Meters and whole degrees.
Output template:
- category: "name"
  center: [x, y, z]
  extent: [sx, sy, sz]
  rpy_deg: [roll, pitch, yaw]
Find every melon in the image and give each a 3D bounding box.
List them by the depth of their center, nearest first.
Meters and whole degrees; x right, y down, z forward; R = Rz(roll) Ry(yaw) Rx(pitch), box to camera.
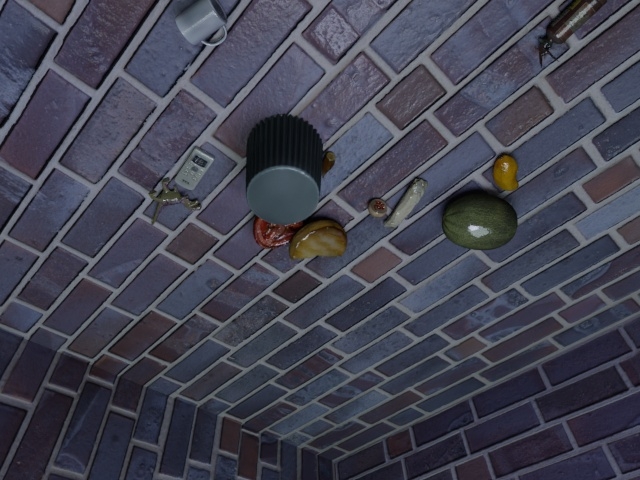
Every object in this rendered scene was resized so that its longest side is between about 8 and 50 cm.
- category: "melon"
  center: [0.658, -0.077, 1.907]
  extent: [0.302, 0.237, 0.237]
  rpy_deg: [3, 131, -4]

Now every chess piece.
- category: "chess piece"
  center: [0.241, -0.136, 1.935]
  extent: [0.084, 0.083, 0.038]
  rpy_deg: [10, 147, -11]

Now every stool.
- category: "stool"
  center: [-0.129, -0.250, 1.656]
  extent: [0.297, 0.330, 0.297]
  rpy_deg: [-2, 131, -2]

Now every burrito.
- category: "burrito"
  center: [0.357, -0.147, 1.949]
  extent: [0.082, 0.059, 0.275]
  rpy_deg: [11, 131, -31]

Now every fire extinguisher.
- category: "fire extinguisher"
  center: [0.796, -0.682, 1.478]
  extent: [0.075, 0.106, 0.252]
  rpy_deg: [16, 130, -41]

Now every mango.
- category: "mango"
  center: [0.751, -0.271, 1.855]
  extent: [0.098, 0.075, 0.190]
  rpy_deg: [-17, 136, 18]

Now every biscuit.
- category: "biscuit"
  center: [-0.001, -0.001, 2.007]
  extent: [0.274, 0.091, 0.213]
  rpy_deg: [5, 127, -32]

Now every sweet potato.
- category: "sweet potato"
  center: [0.026, -0.292, 1.813]
  extent: [0.049, 0.049, 0.117]
  rpy_deg: [11, 133, -12]

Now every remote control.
- category: "remote control"
  center: [-0.500, -0.280, 1.807]
  extent: [0.087, 0.029, 0.190]
  rpy_deg: [30, 123, -25]

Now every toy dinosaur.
- category: "toy dinosaur"
  center: [-0.635, -0.151, 1.889]
  extent: [0.251, 0.072, 0.199]
  rpy_deg: [-22, 139, 3]

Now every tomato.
- category: "tomato"
  center: [-0.188, -0.075, 1.959]
  extent: [0.228, 0.101, 0.228]
  rpy_deg: [-11, 130, -13]

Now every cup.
- category: "cup"
  center: [-0.363, -0.685, 1.436]
  extent: [0.133, 0.136, 0.099]
  rpy_deg: [-26, 85, 19]
